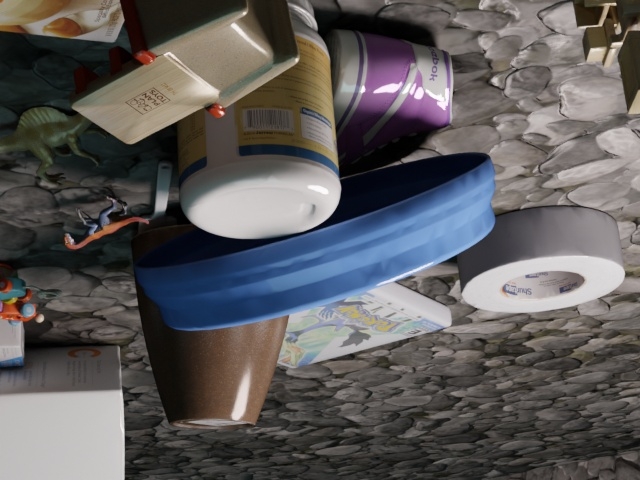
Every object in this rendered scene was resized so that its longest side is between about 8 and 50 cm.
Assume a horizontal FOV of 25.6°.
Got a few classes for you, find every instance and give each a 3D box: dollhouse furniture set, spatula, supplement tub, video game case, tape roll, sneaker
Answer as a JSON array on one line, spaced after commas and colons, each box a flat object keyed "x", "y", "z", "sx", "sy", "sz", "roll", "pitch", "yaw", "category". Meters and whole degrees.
[{"x": -0.114, "y": -0.212, "z": 0.948, "sx": 0.135, "sy": 0.259, "sz": 0.262, "roll": -24, "pitch": 151, "yaw": 19, "category": "dollhouse furniture set"}, {"x": -0.131, "y": -0.041, "z": 1.701, "sx": 0.168, "sy": 0.019, "sz": 0.242, "roll": 5, "pitch": 156, "yaw": -9, "category": "spatula"}, {"x": -0.059, "y": -0.116, "z": 1.275, "sx": 0.144, "sy": 0.199, "sz": 0.144, "roll": -3, "pitch": 158, "yaw": -1, "category": "supplement tub"}, {"x": -0.016, "y": 0.111, "z": 2.076, "sx": 0.300, "sy": 0.036, "sz": 0.329, "roll": -18, "pitch": 155, "yaw": 31, "category": "video game case"}, {"x": 0.293, "y": -0.175, "z": 1.221, "sx": 0.101, "sy": 0.182, "sz": 0.161, "roll": -4, "pitch": 158, "yaw": -2, "category": "dollhouse furniture set"}, {"x": 0.293, "y": 0.029, "z": 1.883, "sx": 0.219, "sy": 0.072, "sz": 0.219, "roll": -5, "pitch": 158, "yaw": -2, "category": "tape roll"}, {"x": 0.045, "y": -0.112, "z": 1.448, "sx": 0.161, "sy": 0.102, "sz": 0.282, "roll": 1, "pitch": 158, "yaw": -22, "category": "sneaker"}]

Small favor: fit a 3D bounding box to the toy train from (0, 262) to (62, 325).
[{"x": -0.414, "y": 0.070, "z": 1.886, "sx": 0.125, "sy": 0.046, "sz": 0.166, "roll": 6, "pitch": 159, "yaw": -28, "category": "toy train"}]

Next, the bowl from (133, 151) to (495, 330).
[{"x": 0.000, "y": 0.000, "z": 1.485, "sx": 0.391, "sy": 0.077, "sz": 0.391, "roll": -17, "pitch": -172, "yaw": 2, "category": "bowl"}]

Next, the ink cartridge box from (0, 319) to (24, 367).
[{"x": -0.519, "y": 0.142, "z": 2.017, "sx": 0.181, "sy": 0.061, "sz": 0.104, "roll": -1, "pitch": 158, "yaw": -9, "category": "ink cartridge box"}]

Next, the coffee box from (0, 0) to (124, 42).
[{"x": -0.264, "y": -0.235, "z": 1.070, "sx": 0.247, "sy": 0.098, "sz": 0.141, "roll": 3, "pitch": 156, "yaw": -19, "category": "coffee box"}]

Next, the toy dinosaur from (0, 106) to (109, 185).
[{"x": -0.291, "y": -0.106, "z": 1.480, "sx": 0.183, "sy": 0.053, "sz": 0.092, "roll": -17, "pitch": 141, "yaw": 11, "category": "toy dinosaur"}]

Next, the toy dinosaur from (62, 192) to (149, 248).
[{"x": -0.263, "y": -0.016, "z": 1.661, "sx": 0.082, "sy": 0.090, "sz": 0.047, "roll": -57, "pitch": 155, "yaw": 7, "category": "toy dinosaur"}]

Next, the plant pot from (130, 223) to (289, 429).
[{"x": -0.131, "y": 0.116, "z": 1.759, "sx": 0.215, "sy": 0.230, "sz": 0.215, "roll": 0, "pitch": 166, "yaw": 0, "category": "plant pot"}]

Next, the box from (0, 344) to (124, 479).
[{"x": -0.466, "y": 0.268, "z": 2.086, "sx": 0.345, "sy": 0.168, "sz": 0.215, "roll": -1, "pitch": -166, "yaw": -9, "category": "box"}]
